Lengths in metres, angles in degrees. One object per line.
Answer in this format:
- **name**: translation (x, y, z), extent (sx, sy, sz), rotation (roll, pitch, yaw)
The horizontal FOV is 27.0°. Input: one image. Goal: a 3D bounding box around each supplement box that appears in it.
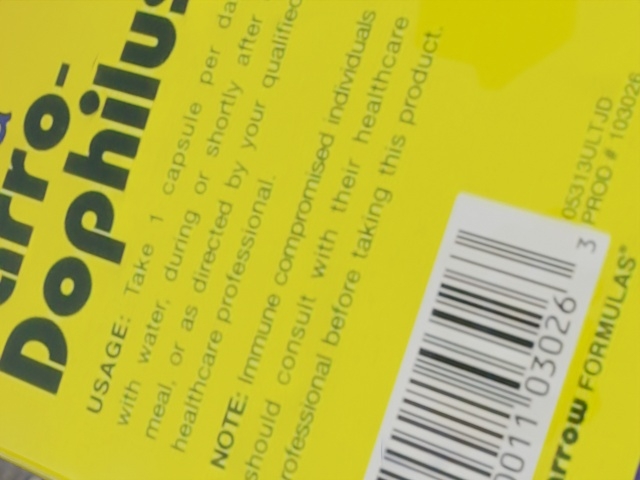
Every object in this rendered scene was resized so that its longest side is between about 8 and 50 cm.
- **supplement box**: translation (0.000, 0.000, 0.467), extent (0.357, 0.194, 0.195), rotation (18, 89, 28)
